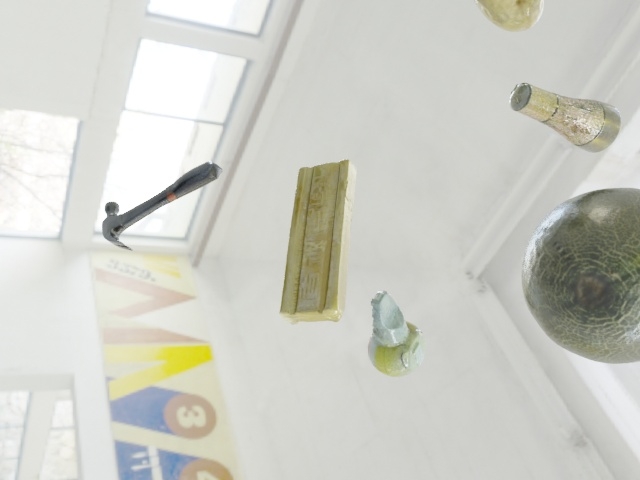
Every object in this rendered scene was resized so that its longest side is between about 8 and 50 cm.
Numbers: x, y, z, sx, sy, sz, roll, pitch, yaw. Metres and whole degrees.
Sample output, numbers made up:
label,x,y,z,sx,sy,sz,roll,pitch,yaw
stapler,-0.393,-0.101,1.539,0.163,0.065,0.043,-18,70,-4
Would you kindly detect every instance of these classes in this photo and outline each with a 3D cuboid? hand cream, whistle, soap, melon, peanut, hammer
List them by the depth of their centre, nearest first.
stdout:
label,x,y,z,sx,sy,sz,roll,pitch,yaw
melon,0.408,0.045,0.907,0.238,0.302,0.237,5,-80,34
soap,0.000,0.000,0.980,0.092,0.037,0.251,-9,-119,29
hand cream,0.384,-0.201,1.054,0.084,0.203,0.083,-30,-125,55
peanut,0.316,-0.535,1.243,0.318,0.148,0.147,59,-36,5
whistle,0.135,0.187,1.312,0.123,0.123,0.223,45,-17,53
hammer,-0.324,-0.078,1.332,0.290,0.037,0.137,-26,-129,17
